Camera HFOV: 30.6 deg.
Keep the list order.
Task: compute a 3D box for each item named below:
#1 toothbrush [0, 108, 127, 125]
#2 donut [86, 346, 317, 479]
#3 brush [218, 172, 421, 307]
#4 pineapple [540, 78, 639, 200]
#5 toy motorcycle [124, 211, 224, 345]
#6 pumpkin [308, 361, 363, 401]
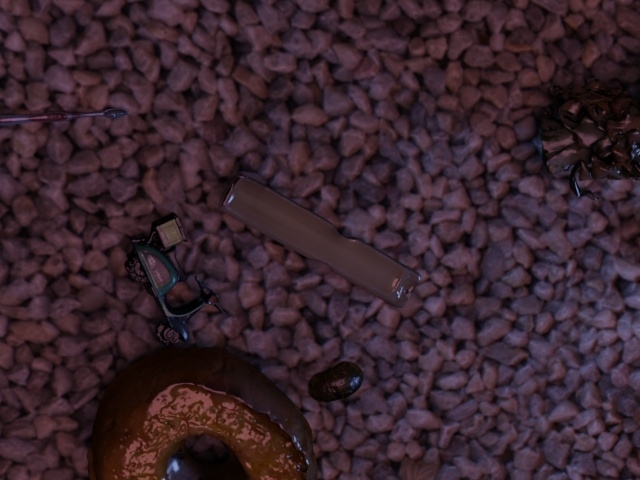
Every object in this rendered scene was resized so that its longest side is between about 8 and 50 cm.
[{"bbox_3d":[-0.349,-0.160,1.524,0.193,0.019,0.013,-4,105,-9],"label":"toothbrush"},{"bbox_3d":[-0.159,0.296,1.606,0.317,0.150,0.299,0,100,-11],"label":"donut"},{"bbox_3d":[0.000,0.000,1.622,0.321,0.050,0.060,30,94,-24],"label":"brush"},{"bbox_3d":[0.436,-0.161,1.604,0.271,0.262,0.263,-10,107,15],"label":"pineapple"},{"bbox_3d":[-0.201,0.058,1.587,0.100,0.058,0.173,-25,105,-10],"label":"toy motorcycle"},{"bbox_3d":[0.024,0.209,1.684,0.083,0.028,0.050,-24,109,-1],"label":"pumpkin"}]
